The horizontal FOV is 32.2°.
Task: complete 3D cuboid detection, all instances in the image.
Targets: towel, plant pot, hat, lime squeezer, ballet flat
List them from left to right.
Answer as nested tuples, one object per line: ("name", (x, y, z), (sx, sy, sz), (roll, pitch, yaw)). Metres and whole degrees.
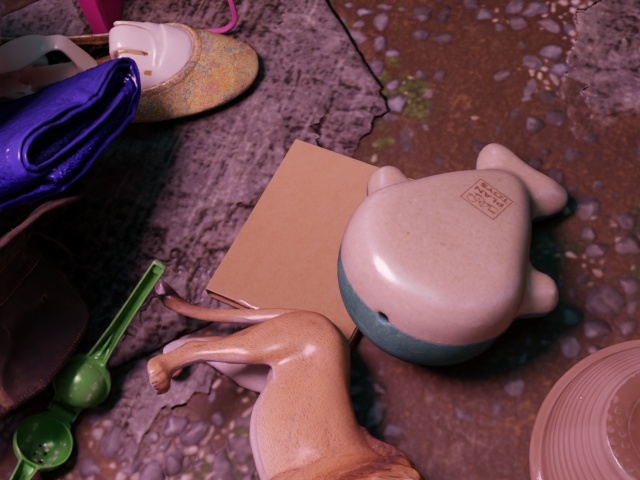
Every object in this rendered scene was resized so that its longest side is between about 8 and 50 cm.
("towel", (-0.338, -0.075, 1.119), (0.308, 0.076, 0.228), (-14, 24, 29))
("hat", (-0.309, 0.089, 1.041), (0.331, 0.331, 0.134), (-42, 102, -15))
("lime squeezer", (-0.243, 0.153, 1.036), (0.058, 0.110, 0.310), (29, 72, 8))
("ballet flat", (-0.247, -0.192, 1.236), (0.348, 0.123, 0.123), (-6, 59, 5))
("plant pot", (0.296, 0.180, 0.935), (0.237, 0.110, 0.237), (-4, 61, 7))

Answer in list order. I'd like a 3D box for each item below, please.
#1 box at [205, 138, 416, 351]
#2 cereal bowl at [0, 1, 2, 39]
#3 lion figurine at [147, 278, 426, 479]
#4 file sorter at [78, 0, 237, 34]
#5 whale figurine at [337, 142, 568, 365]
("box", (0.000, 0.000, 1.138), (0.164, 0.021, 0.201), (21, 66, 20))
("cereal bowl", (-0.454, -0.182, 1.057), (0.338, 0.141, 0.339), (-3, 70, 10))
("lion figurine", (-0.016, 0.168, 0.976), (0.240, 0.142, 0.392), (-15, 57, -2))
("file sorter", (-0.181, -0.404, 1.297), (0.182, 0.202, 0.291), (-1, 60, 7))
("whale figurine", (0.129, 0.012, 1.064), (0.216, 0.141, 0.272), (35, 48, 15))
